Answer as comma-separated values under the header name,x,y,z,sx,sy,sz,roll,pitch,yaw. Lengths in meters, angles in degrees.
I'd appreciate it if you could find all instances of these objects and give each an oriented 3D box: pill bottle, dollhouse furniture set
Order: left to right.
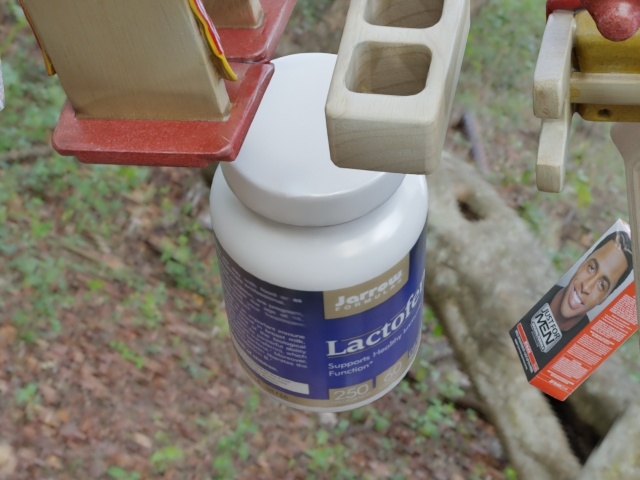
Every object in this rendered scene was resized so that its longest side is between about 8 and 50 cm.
name,x,y,z,sx,sy,sz,roll,pitch,yaw
pill bottle,0.000,0.000,0.904,0.153,0.153,0.264,32,-28,23
dollhouse furniture set,0.024,-0.150,0.618,0.374,0.152,0.201,4,-38,14

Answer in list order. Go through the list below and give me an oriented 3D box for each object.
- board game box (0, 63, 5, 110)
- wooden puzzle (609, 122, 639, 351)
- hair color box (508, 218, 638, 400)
name,x,y,z,sx,sy,sz,roll,pitch,yaw
board game box,-0.272,-0.133,0.406,0.141,0.291,0.232,80,-4,-54
wooden puzzle,0.266,-0.009,0.831,0.044,0.238,0.221,0,-20,-13
hair color box,0.224,0.058,1.041,0.043,0.141,0.072,29,26,-26
